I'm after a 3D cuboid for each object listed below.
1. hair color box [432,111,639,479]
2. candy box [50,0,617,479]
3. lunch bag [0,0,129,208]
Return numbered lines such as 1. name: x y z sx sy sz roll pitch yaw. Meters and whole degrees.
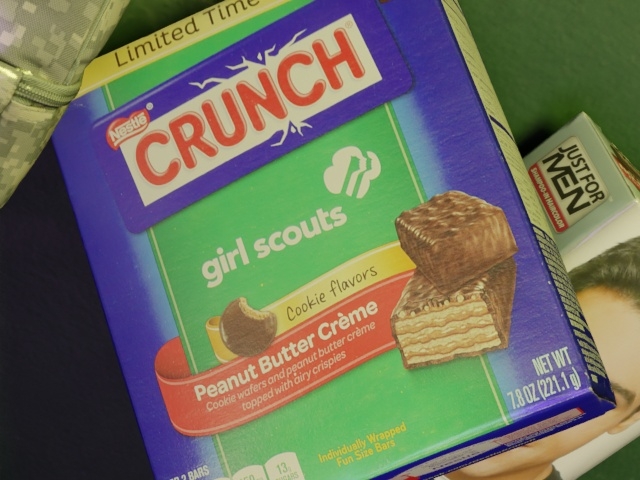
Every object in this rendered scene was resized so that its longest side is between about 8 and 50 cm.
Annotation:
1. hair color box: 0.111 0.102 1.010 0.374 0.113 0.185 -39 124 18
2. candy box: 0.000 0.000 0.873 0.268 0.122 0.317 -23 72 12
3. lunch bag: -0.232 -0.196 0.745 0.305 0.212 0.256 28 114 -18
